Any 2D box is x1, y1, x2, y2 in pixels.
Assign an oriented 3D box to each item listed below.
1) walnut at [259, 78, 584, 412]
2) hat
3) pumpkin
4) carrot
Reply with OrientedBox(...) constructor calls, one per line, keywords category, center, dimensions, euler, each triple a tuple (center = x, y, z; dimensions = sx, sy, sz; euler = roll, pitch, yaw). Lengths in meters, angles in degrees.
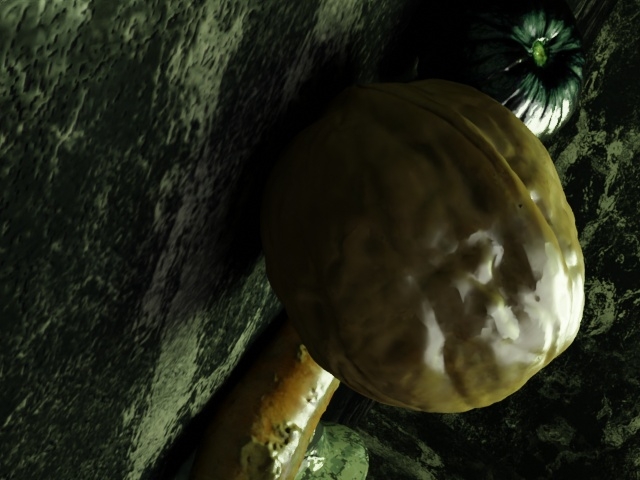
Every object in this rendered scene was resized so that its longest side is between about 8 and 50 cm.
OrientedBox(category="walnut", center=(0.093, 0.004, 0.717), dimensions=(0.277, 0.313, 0.252), euler=(-25, -162, 3))
OrientedBox(category="hat", center=(-0.058, 0.306, 1.169), dimensions=(0.265, 0.265, 0.129), euler=(-40, 127, -50))
OrientedBox(category="pumpkin", center=(0.192, -0.189, 0.846), dimensions=(0.202, 0.202, 0.140), euler=(-51, -158, -22))
OrientedBox(category="carrot", center=(-0.062, 0.219, 1.011), dimensions=(0.139, 0.138, 0.302), euler=(96, 20, -62))
